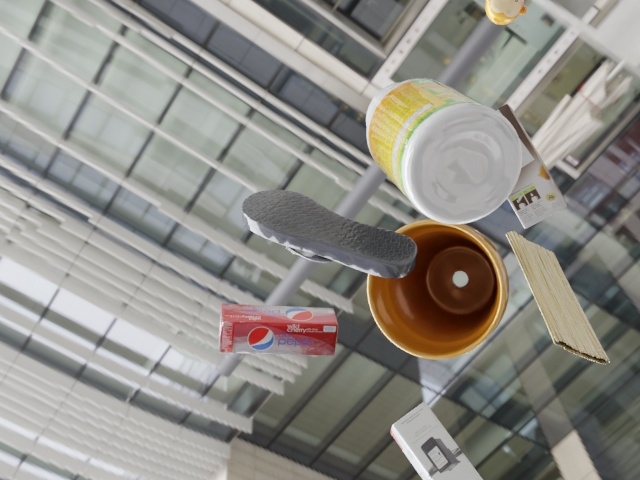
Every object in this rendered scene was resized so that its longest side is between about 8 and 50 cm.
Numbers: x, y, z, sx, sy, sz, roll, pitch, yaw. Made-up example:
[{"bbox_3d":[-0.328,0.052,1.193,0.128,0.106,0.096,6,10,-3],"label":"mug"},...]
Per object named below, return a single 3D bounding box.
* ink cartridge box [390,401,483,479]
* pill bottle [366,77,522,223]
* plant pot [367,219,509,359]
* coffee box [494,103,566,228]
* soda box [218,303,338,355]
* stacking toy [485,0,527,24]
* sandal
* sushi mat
[{"bbox_3d":[0.173,0.326,1.042,0.150,0.063,0.109,53,170,19],"label":"ink cartridge box"},{"bbox_3d":[0.135,-0.125,0.864,0.136,0.136,0.245,28,-166,-21],"label":"pill bottle"},{"bbox_3d":[0.200,0.069,1.098,0.205,0.205,0.188,45,-162,16],"label":"plant pot"},{"bbox_3d":[0.422,-0.160,1.493,0.246,0.098,0.141,61,-161,3],"label":"coffee box"},{"bbox_3d":[-0.097,0.202,1.582,0.263,0.083,0.092,3,-160,-9],"label":"soda box"},{"bbox_3d":[0.299,-0.449,1.002,0.175,0.301,0.166,21,173,-7],"label":"stacking toy"},{"bbox_3d":[0.000,0.001,0.914,0.255,0.054,0.097,23,-141,24],"label":"sandal"},{"bbox_3d":[0.493,0.114,1.465,0.151,0.019,0.316,23,-144,-27],"label":"sushi mat"}]
